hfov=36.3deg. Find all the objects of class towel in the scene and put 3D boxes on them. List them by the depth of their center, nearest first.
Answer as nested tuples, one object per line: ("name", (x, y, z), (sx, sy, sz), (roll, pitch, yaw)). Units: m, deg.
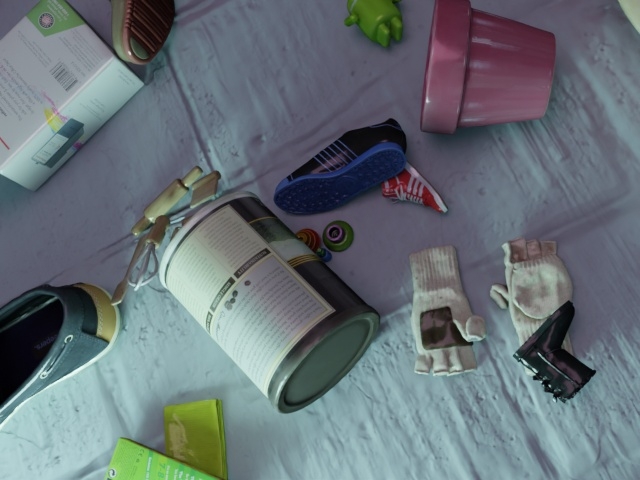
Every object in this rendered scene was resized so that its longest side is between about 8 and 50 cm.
("towel", (-0.193, 0.367, 1.501), (0.102, 0.021, 0.237), (-10, 72, 14))

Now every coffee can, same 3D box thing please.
("coffee can", (-0.077, 0.088, 1.444), (0.201, 0.201, 0.275), (-46, 67, 1))

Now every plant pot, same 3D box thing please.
("plant pot", (0.248, -0.254, 1.456), (0.180, 0.201, 0.201), (6, 76, 3))

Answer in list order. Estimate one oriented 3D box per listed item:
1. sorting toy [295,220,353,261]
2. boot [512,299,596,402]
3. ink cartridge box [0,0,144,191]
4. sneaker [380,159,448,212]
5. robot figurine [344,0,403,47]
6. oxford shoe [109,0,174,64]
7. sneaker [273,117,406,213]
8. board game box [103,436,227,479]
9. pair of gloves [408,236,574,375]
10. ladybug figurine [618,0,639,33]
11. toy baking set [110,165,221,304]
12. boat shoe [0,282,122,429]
("sorting toy", (0.000, 0.000, 1.531), (0.102, 0.042, 0.061), (-17, 71, 12))
("boot", (0.338, 0.157, 1.354), (0.099, 0.045, 0.121), (43, 97, 16))
("ink cartridge box", (-0.514, -0.236, 1.718), (0.353, 0.119, 0.207), (-43, 68, 1))
("sneaker", (0.140, -0.069, 1.507), (0.067, 0.042, 0.118), (-40, 60, -1))
("robot figurine", (0.088, -0.371, 1.594), (0.101, 0.067, 0.115), (-29, 66, -11))
("oxford shoe", (-0.338, -0.448, 1.727), (0.130, 0.123, 0.348), (-10, 59, 20))
("sneaker", (0.032, -0.117, 1.543), (0.232, 0.081, 0.090), (-20, 40, 21))
("board game box", (-0.218, 0.399, 1.473), (0.259, 0.039, 0.124), (15, 82, 28))
("pair of gloves", (0.247, 0.096, 1.427), (0.240, 0.042, 0.204), (-5, 74, 15))
("ladybug figurine", (0.590, -0.356, 1.380), (0.305, 0.162, 0.449), (-33, 68, 7))
("toy baking set", (-0.256, -0.015, 1.569), (0.256, 0.030, 0.197), (-40, 30, 15))
("boat shoe", (-0.556, 0.226, 1.585), (0.500, 0.156, 0.187), (-33, 70, 8))
